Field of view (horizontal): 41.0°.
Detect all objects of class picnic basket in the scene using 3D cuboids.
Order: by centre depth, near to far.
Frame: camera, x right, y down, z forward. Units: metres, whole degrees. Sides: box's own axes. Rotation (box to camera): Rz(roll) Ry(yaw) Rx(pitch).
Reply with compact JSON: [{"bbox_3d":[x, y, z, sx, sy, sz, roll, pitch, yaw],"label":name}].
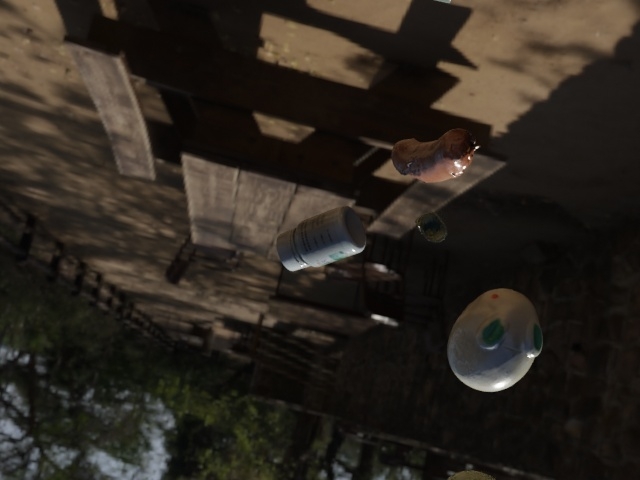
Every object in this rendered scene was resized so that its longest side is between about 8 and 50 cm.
[{"bbox_3d":[0.255,-0.032,1.983,0.065,0.083,0.083,-29,154,-7],"label":"picnic basket"}]

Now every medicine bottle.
[{"bbox_3d":[0.000,0.000,1.376,0.130,0.080,0.080,-21,153,26],"label":"medicine bottle"}]

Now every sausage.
[{"bbox_3d":[0.198,-0.147,1.527,0.079,0.087,0.327,-16,-174,-11],"label":"sausage"}]

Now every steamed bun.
[{"bbox_3d":[0.362,0.212,1.747,0.177,0.228,0.130,13,-156,-17],"label":"steamed bun"}]

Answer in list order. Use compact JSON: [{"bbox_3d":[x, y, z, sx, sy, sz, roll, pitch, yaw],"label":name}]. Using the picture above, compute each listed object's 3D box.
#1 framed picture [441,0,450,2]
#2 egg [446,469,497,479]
[{"bbox_3d":[0.176,-0.585,1.649,0.217,0.017,0.274,15,150,2],"label":"framed picture"},{"bbox_3d":[0.329,0.545,1.803,0.152,0.114,0.114,10,169,24],"label":"egg"}]
